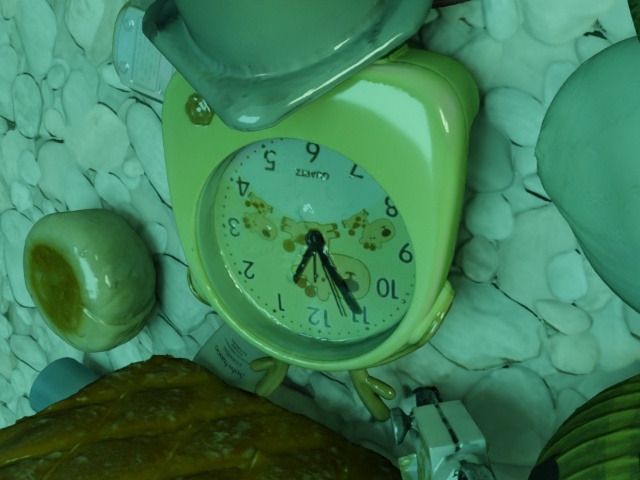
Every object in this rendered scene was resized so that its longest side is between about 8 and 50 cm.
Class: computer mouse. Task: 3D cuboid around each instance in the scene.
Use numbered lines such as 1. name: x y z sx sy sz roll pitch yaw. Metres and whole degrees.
1. computer mouse: -0.095 -0.148 0.717 0.199 0.045 0.102 23 119 18

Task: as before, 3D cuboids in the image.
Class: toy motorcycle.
1. toy motorcycle: 0.103 0.198 0.608 0.074 0.228 0.151 -10 98 -4

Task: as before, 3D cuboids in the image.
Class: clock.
1. clock: 0.000 0.000 0.651 0.235 0.096 0.307 9 116 21

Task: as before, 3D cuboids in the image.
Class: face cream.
1. face cream: -0.092 0.130 0.807 0.072 0.051 0.182 46 127 12
2. face cream: -0.212 0.218 0.905 0.250 0.077 0.077 26 119 26

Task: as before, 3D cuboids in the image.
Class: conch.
1. conch: 0.225 -0.019 0.508 0.221 0.121 0.185 53 157 3

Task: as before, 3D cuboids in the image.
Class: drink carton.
1. drink carton: -0.044 -0.220 0.524 0.185 0.191 0.189 49 168 43

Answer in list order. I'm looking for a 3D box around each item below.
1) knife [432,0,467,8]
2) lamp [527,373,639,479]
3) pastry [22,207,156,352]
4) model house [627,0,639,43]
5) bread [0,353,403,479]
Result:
1. knife: 0.012 -0.201 0.645 0.247 0.018 0.035 12 115 33
2. lamp: 0.225 0.206 0.465 0.250 0.284 0.250 15 119 29
3. pastry: -0.244 0.039 0.861 0.157 0.092 0.156 10 107 33
4. model house: 0.213 -0.227 0.335 0.207 0.154 0.293 -4 75 35
5. bread: -0.119 0.255 0.658 0.279 0.279 0.207 20 109 22
